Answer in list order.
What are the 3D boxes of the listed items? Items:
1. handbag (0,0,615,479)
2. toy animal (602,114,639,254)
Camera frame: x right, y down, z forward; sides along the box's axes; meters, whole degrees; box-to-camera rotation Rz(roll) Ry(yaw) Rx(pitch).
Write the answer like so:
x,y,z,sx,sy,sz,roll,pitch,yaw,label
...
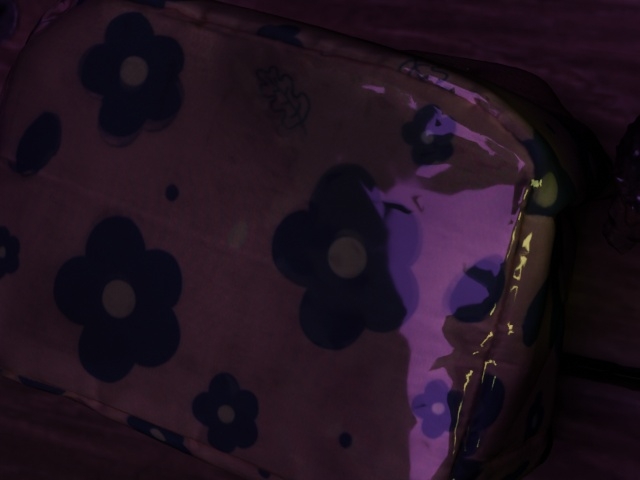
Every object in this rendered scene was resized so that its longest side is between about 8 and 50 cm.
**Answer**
x,y,z,sx,sy,sz,roll,pitch,yaw,label
0.000,0.000,0.782,0.251,0.193,0.190,19,96,24,handbag
0.171,-0.093,0.770,0.069,0.086,0.220,6,75,23,toy animal
